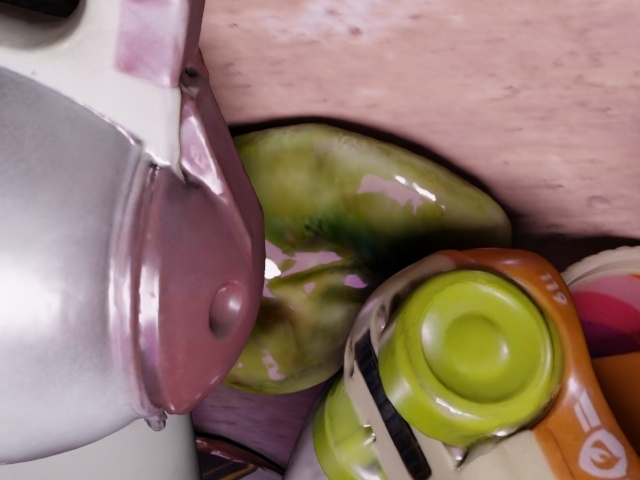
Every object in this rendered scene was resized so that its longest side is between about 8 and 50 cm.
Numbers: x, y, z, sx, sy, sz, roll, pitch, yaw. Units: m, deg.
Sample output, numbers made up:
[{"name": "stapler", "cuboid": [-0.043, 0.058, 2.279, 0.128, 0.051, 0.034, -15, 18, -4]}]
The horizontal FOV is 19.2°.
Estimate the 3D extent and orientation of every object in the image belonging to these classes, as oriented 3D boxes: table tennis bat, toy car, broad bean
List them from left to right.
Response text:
[{"name": "table tennis bat", "cuboid": [-0.108, 0.152, 1.326, 0.173, 0.022, 0.301, -7, 146, 36]}, {"name": "broad bean", "cuboid": [0.000, 0.002, 0.950, 0.153, 0.072, 0.206, 26, 139, -22]}, {"name": "toy car", "cuboid": [0.133, 0.099, 0.874, 0.235, 0.235, 0.145, 21, 154, -7]}]

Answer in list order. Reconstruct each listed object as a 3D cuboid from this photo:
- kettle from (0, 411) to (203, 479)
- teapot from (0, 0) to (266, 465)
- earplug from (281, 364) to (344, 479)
[{"name": "kettle", "cuboid": [-0.179, 0.080, 1.091, 0.240, 0.165, 0.255, 33, 153, 24]}, {"name": "teapot", "cuboid": [-0.178, -0.041, 0.841, 0.312, 0.233, 0.315, 6, 123, 8]}, {"name": "earplug", "cuboid": [0.168, 0.257, 1.040, 0.394, 0.313, 0.313, 11, 152, 11]}]
